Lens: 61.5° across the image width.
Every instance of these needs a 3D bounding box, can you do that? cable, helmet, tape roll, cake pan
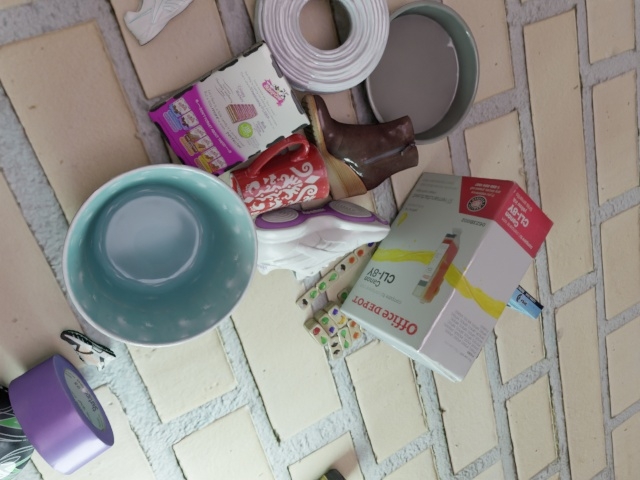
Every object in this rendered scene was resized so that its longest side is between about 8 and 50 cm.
[{"bbox_3d":[0.007,-0.402,0.994,0.257,0.089,0.257,23,96,-18],"label":"cable"},{"bbox_3d":[-0.560,0.329,0.886,0.170,0.161,0.169,-7,107,-25],"label":"helmet"},{"bbox_3d":[-0.440,0.296,0.923,0.080,0.189,0.189,-33,116,-16],"label":"tape roll"},{"bbox_3d":[0.212,-0.355,1.154,0.293,0.054,0.293,-7,107,-25],"label":"cake pan"}]

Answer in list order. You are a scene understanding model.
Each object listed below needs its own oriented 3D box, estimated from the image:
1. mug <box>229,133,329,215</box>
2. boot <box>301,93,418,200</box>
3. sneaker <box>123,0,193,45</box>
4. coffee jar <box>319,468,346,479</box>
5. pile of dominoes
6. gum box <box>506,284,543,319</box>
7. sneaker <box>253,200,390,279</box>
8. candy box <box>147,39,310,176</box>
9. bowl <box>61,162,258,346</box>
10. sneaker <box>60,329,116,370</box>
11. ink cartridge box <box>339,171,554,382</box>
[{"bbox_3d":[-0.086,-0.129,1.035,0.169,0.113,0.150,-20,116,-16],"label":"mug"},{"bbox_3d":[0.083,-0.215,1.091,0.207,0.090,0.248,-26,125,-6],"label":"boot"},{"bbox_3d":[-0.263,-0.399,0.902,0.152,0.054,0.061,-46,116,-8],"label":"sneaker"},{"bbox_3d":[-0.006,0.645,1.301,0.184,0.079,0.096,-36,113,-13],"label":"coffee jar"},{"bbox_3d":[0.079,0.142,1.230,0.251,0.040,0.196,-41,118,-11],"label":"pile of dominoes"},{"bbox_3d":[0.425,0.113,1.313,0.157,0.184,0.041,35,86,-30],"label":"gum box"},{"bbox_3d":[0.000,0.000,1.128,0.305,0.114,0.152,-5,120,-21],"label":"sneaker"},{"bbox_3d":[-0.159,-0.223,0.952,0.234,0.071,0.159,-28,116,6],"label":"candy box"},{"bbox_3d":[-0.281,0.011,0.941,0.312,0.163,0.311,-7,107,-24],"label":"bowl"},{"bbox_3d":[-0.432,0.204,0.987,0.109,0.040,0.043,43,85,-29],"label":"sneaker"},{"bbox_3d":[0.257,0.061,1.145,0.160,0.279,0.384,37,81,-31],"label":"ink cartridge box"}]
